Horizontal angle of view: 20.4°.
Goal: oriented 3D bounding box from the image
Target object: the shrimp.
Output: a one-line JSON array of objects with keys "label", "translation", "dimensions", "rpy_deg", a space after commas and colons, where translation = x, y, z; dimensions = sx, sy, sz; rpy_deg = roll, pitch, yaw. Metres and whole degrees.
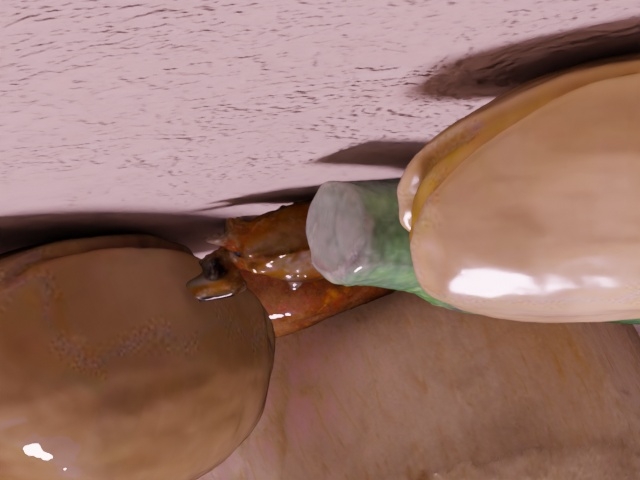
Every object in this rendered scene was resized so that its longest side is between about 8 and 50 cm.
[{"label": "shrimp", "translation": [0.001, 0.004, 1.084], "dimensions": [0.187, 0.052, 0.132], "rpy_deg": [-7, 172, -29]}]

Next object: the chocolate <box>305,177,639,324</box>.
[{"label": "chocolate", "translation": [0.112, -0.001, 1.027], "dimensions": [0.291, 0.110, 0.110], "rpy_deg": [3, 167, -42]}]

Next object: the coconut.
[{"label": "coconut", "translation": [0.100, 0.187, 1.431], "dimensions": [0.415, 0.415, 0.345], "rpy_deg": [-8, 133, -4]}]

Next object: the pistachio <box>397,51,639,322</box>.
[{"label": "pistachio", "translation": [0.134, -0.031, 0.802], "dimensions": [0.200, 0.117, 0.145], "rpy_deg": [-2, 134, 4]}]

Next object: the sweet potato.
[{"label": "sweet potato", "translation": [-0.037, 0.042, 1.313], "dimensions": [0.255, 0.058, 0.078], "rpy_deg": [-11, -172, 0]}]

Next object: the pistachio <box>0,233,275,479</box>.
[{"label": "pistachio", "translation": [-0.139, 0.076, 1.083], "dimensions": [0.162, 0.182, 0.293], "rpy_deg": [36, -165, 33]}]
